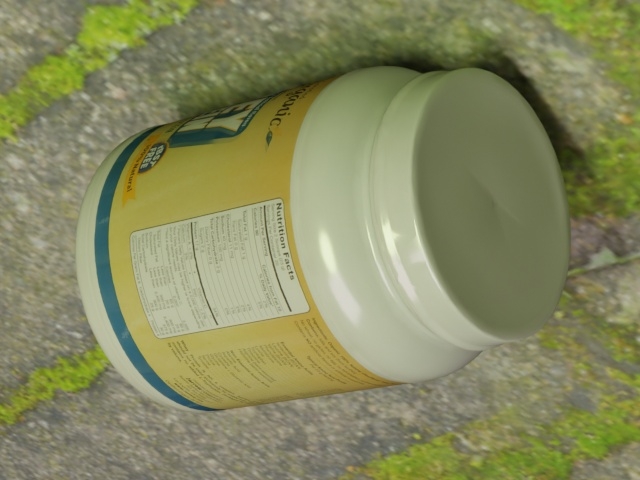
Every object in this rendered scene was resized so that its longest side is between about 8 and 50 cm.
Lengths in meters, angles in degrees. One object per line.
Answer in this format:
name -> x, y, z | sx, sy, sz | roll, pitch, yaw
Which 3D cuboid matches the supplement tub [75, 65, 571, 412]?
supplement tub -> 0.000, 0.000, 0.903 | 0.199, 0.144, 0.144 | -12, 133, 38
